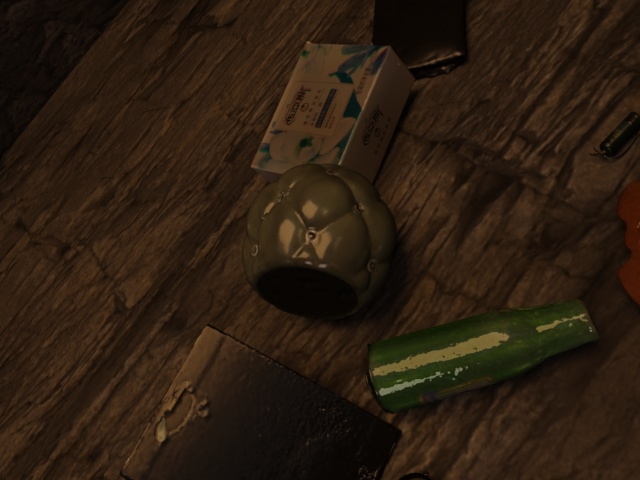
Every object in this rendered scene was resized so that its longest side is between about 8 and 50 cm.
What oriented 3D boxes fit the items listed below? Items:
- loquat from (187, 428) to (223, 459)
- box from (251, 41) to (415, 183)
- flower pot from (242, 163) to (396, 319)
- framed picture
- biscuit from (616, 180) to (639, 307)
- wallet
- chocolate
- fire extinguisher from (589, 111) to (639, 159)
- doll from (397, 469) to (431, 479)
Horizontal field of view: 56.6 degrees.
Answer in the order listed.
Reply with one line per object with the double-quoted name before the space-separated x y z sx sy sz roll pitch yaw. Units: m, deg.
"loquat" -0.161 0.311 0.910 0.141 0.141 0.141 -17 54 25
"box" 0.023 -0.218 1.103 0.203 0.116 0.274 17 80 39
"flower pot" 0.000 0.000 0.924 0.246 0.246 0.195 -8 52 31
"framed picture" -0.084 0.298 0.832 0.323 0.013 0.244 27 78 10
"biscuit" 0.485 -0.026 0.670 0.306 0.043 0.284 -39 32 24
"wallet" 0.198 -0.477 1.205 0.197 0.051 0.378 -11 59 28
"chocolate" 0.208 0.146 0.783 0.291 0.110 0.110 -21 53 20
"fire extinguisher" 0.430 -0.145 0.856 0.083 0.025 0.038 -45 70 3
"doll" 0.090 0.367 0.737 0.179 0.102 0.089 -59 9 -9
